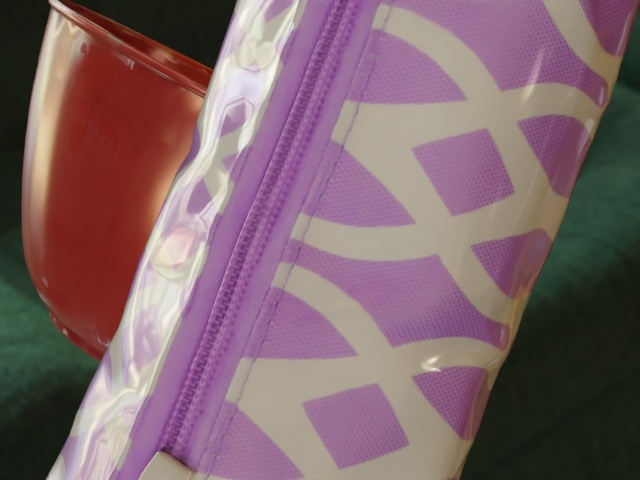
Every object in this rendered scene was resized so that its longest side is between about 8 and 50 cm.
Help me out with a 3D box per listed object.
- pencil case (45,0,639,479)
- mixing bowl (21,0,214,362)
[{"bbox_3d":[0.000,0.000,0.385,0.086,0.206,0.088,18,-4,35],"label":"pencil case"},{"bbox_3d":[-0.030,0.001,0.649,0.181,0.098,0.181,26,5,-2],"label":"mixing bowl"}]
